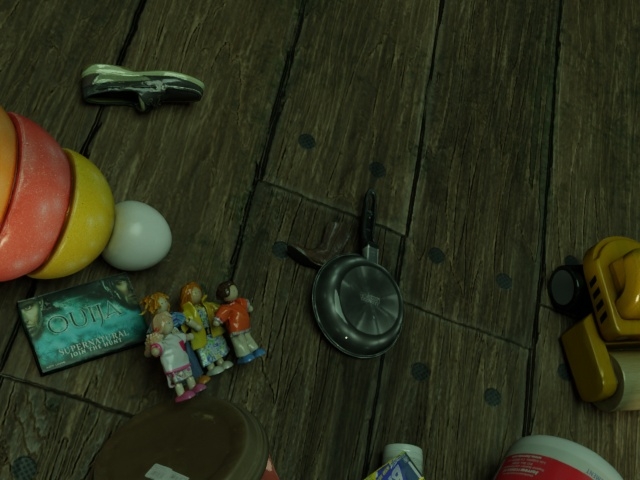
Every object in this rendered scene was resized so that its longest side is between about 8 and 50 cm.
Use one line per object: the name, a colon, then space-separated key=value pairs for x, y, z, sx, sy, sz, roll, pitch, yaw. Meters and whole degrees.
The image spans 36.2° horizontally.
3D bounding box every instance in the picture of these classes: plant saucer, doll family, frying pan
plant saucer: x=-0.213 y=0.322 z=1.441 sx=0.278 sy=0.041 sz=0.278 roll=-10 pitch=33 yaw=7
doll family: x=-0.215 y=0.151 z=1.573 sx=0.263 sy=0.118 sz=0.163 roll=-26 pitch=96 yaw=-56
frying pan: x=0.104 y=0.068 z=1.810 sx=0.197 sy=0.053 sz=0.326 roll=41 pitch=56 yaw=-13

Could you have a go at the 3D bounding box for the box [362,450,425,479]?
box: x=0.088 y=0.417 z=1.583 sx=0.169 sy=0.054 sz=0.059 roll=-34 pitch=59 yaw=-7

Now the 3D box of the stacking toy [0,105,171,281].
stacking toy: x=-0.440 y=-0.047 z=1.515 sx=0.480 sy=0.351 sz=0.350 roll=18 pitch=58 yaw=-34

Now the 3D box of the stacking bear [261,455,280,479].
stacking bear: x=-0.192 y=0.436 z=1.437 sx=0.289 sy=0.164 sz=0.175 roll=-18 pitch=49 yaw=-19

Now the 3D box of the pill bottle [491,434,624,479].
pill bottle: x=0.328 y=0.535 z=1.579 sx=0.229 sy=0.229 sz=0.407 roll=40 pitch=56 yaw=-2

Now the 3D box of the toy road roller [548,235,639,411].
toy road roller: x=0.607 y=0.148 z=1.891 sx=0.203 sy=0.240 sz=0.329 roll=0 pitch=65 yaw=-24

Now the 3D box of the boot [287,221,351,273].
boot: x=0.000 y=0.000 z=1.811 sx=0.106 sy=0.037 sz=0.114 roll=37 pitch=58 yaw=-20

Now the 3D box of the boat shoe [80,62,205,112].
boat shoe: x=-0.323 y=-0.267 z=1.778 sx=0.224 sy=0.080 sz=0.073 roll=5 pitch=69 yaw=-16

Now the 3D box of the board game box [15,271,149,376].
board game box: x=-0.380 y=0.132 z=1.579 sx=0.186 sy=0.026 sz=0.126 roll=-16 pitch=73 yaw=-30

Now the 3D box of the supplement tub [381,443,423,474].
supplement tub: x=0.136 y=0.404 z=1.652 sx=0.071 sy=0.071 sz=0.107 roll=16 pitch=60 yaw=-16
